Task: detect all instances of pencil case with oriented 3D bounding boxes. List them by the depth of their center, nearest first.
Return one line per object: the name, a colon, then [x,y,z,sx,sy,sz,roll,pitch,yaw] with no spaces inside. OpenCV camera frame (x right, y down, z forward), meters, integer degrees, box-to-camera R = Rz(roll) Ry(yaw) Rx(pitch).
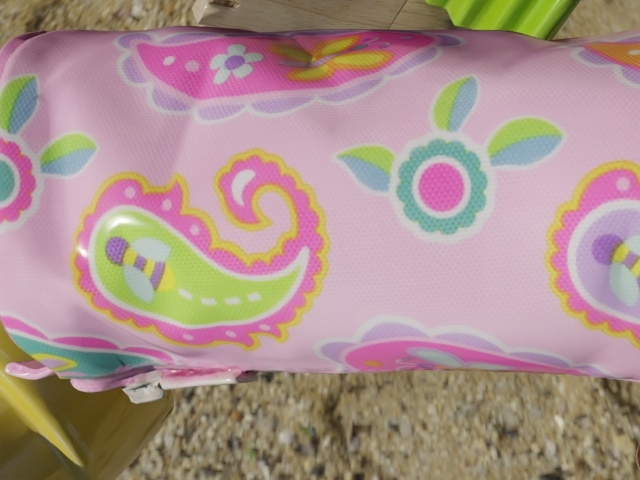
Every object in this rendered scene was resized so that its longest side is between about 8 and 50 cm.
pencil case: [0.037,-0.009,0.421,0.284,0.124,0.124,0,114,16]

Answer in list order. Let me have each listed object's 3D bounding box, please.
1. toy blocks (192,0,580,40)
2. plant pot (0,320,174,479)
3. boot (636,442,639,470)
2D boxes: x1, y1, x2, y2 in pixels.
toy blocks: [-0.061,-0.239,0.707,0.261,0.381,0.191,6,138,-30]
plant pot: [-0.260,0.114,0.878,0.254,0.254,0.239,47,65,-16]
boot: [0.291,0.179,0.820,0.219,0.082,0.106,21,155,28]
